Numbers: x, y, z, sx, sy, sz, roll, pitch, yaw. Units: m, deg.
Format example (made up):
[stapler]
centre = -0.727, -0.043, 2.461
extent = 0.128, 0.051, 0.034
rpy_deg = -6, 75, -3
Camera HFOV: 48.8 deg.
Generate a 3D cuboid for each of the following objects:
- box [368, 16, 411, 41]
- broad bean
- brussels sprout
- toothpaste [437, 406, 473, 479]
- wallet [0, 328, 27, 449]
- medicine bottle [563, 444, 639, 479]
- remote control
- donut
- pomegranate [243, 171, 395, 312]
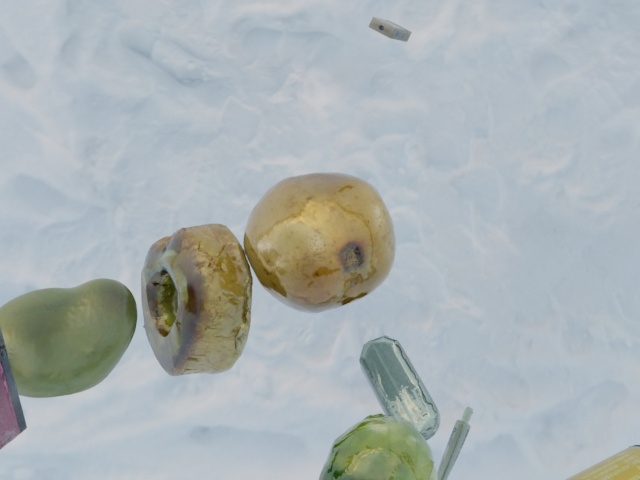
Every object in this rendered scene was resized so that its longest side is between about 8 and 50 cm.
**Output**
[box]
centre = 0.133, -0.400, 1.336
extent = 0.053, 0.083, 0.024
rpy_deg = 33, 115, 19
[broad bean]
centre = -0.428, 0.164, 1.169
extent = 0.189, 0.263, 0.121
rpy_deg = 61, 141, 11
[brussels sprout]
centre = 0.071, 0.302, 0.892
extent = 0.149, 0.122, 0.151
rpy_deg = 11, 91, 20
[toothpaste]
centre = 0.304, 0.513, 1.668
extent = 0.037, 0.067, 0.255
rpy_deg = 24, 84, 7
[wallet]
centre = -0.414, 0.154, 0.815
extent = 0.025, 0.119, 0.232
rpy_deg = 7, 115, 25
[medicine bottle]
centre = 0.257, 0.375, 0.878
extent = 0.426, 0.108, 0.108
rpy_deg = -18, 108, -21
[remote control]
centre = 0.162, 0.304, 1.472
extent = 0.104, 0.247, 0.052
rpy_deg = -26, 145, -6
[donut]
centre = -0.265, 0.118, 1.429
extent = 0.160, 0.330, 0.330
rpy_deg = 2, 116, -32
[pomegranate]
centre = 0.000, 0.004, 1.334
extent = 0.307, 0.307, 0.307
rpy_deg = 4, 110, 12
